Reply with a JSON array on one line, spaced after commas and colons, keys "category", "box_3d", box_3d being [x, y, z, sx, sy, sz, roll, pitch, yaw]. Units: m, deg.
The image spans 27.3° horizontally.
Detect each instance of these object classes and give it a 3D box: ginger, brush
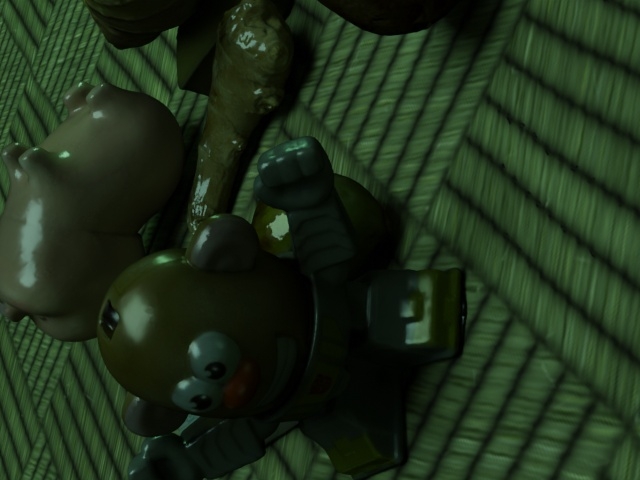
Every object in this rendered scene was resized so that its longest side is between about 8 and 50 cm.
[{"category": "ginger", "box_3d": [-0.221, -0.307, 1.591, 0.354, 0.189, 0.126, -176, 76, -76]}, {"category": "ginger", "box_3d": [-0.095, -0.137, 1.498, 0.131, 0.086, 0.295, 44, 124, 47]}, {"category": "brush", "box_3d": [-0.108, -0.272, 1.591, 0.197, 0.059, 0.123, -44, 39, 41]}]

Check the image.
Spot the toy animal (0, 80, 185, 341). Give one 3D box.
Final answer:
[{"category": "toy animal", "box_3d": [-0.289, -0.031, 1.652, 0.326, 0.269, 0.237, -46, 27, -14]}]

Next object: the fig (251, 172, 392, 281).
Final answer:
[{"category": "fig", "box_3d": [-0.012, -0.002, 1.240, 0.153, 0.120, 0.136, -36, 42, 59]}]

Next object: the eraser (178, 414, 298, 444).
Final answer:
[{"category": "eraser", "box_3d": [-0.077, 0.164, 1.354, 0.225, 0.052, 0.096, -40, 43, 46]}]

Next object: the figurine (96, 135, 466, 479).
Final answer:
[{"category": "figurine", "box_3d": [-0.048, 0.086, 1.104, 0.167, 0.285, 0.343, 14, 88, 62]}]

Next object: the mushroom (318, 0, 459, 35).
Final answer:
[{"category": "mushroom", "box_3d": [0.042, -0.329, 1.173, 0.267, 0.267, 0.255, 43, 115, 57]}]
